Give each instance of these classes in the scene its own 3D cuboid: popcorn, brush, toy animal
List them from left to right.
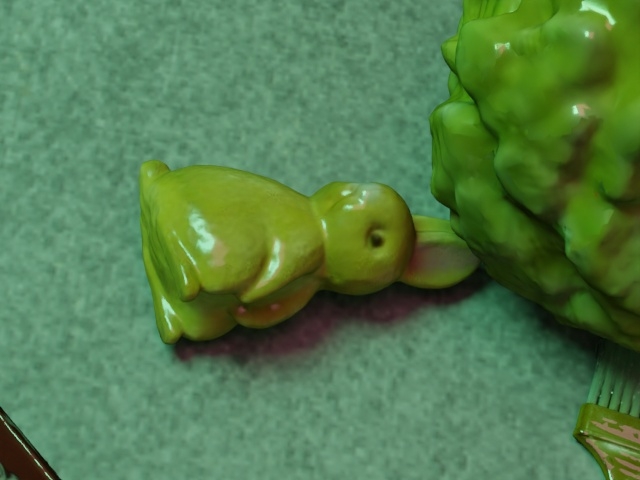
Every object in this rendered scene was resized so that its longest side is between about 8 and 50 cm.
[{"bbox_3d":[0.000,-0.004,0.866,0.159,0.070,0.083,-4,63,-16],"label":"toy animal"},{"bbox_3d":[0.138,0.140,0.839,0.082,0.010,0.218,19,62,2],"label":"brush"},{"bbox_3d":[0.167,-0.061,0.844,0.259,0.259,0.212,-2,48,-9],"label":"popcorn"}]

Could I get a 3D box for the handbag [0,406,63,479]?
[{"bbox_3d":[-0.116,0.169,0.698,0.151,0.171,0.298,-15,67,-15],"label":"handbag"}]
